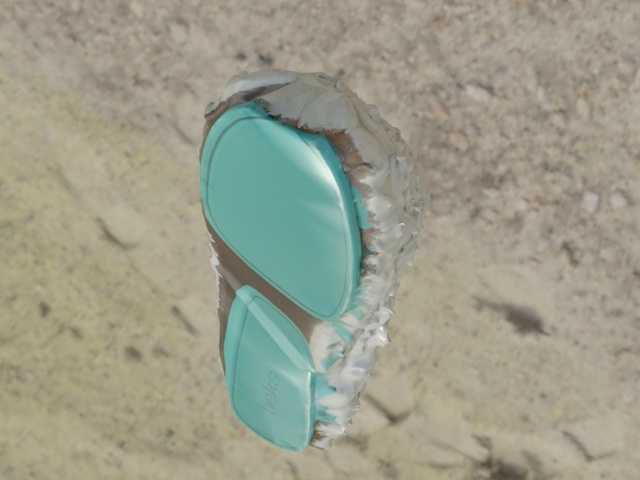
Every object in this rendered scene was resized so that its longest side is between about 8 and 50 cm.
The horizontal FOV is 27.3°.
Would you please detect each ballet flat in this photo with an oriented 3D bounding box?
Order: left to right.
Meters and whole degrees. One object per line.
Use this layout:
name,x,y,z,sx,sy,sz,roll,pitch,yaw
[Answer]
ballet flat,0.000,0.000,0.838,0.147,0.147,0.409,27,151,9
